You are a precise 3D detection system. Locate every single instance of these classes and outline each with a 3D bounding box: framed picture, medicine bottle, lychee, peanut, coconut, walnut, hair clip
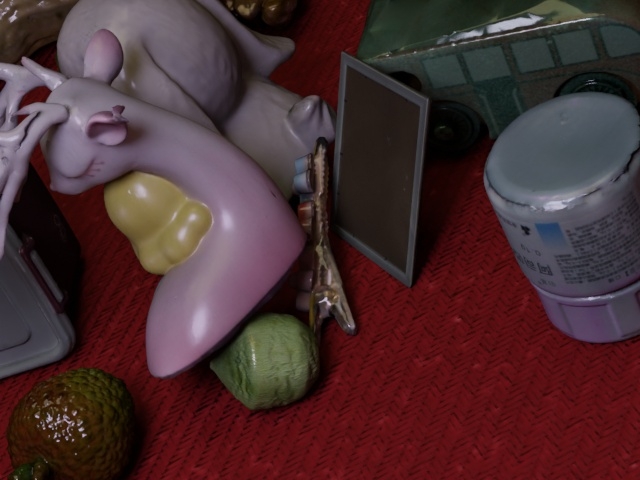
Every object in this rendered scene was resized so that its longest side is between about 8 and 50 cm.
[{"bbox_3d":[0.054,-0.066,1.383,0.011,0.183,0.142,-11,29,-29],"label":"framed picture"},{"bbox_3d":[0.216,-0.015,1.213,0.135,0.168,0.135,-18,40,16],"label":"medicine bottle"},{"bbox_3d":[-0.219,0.171,1.328,0.114,0.114,0.146,-4,26,29],"label":"lychee"},{"bbox_3d":[-0.404,-0.283,1.923,0.291,0.143,0.159,-17,75,12],"label":"peanut"},{"bbox_3d":[-0.049,0.104,1.317,0.096,0.087,0.088,-3,38,-10],"label":"coconut"},{"bbox_3d":[-0.084,-0.289,1.784,0.143,0.069,0.170,-18,41,12],"label":"walnut"},{"bbox_3d":[-0.007,0.001,1.401,0.056,0.062,0.213,-12,61,5],"label":"hair clip"}]

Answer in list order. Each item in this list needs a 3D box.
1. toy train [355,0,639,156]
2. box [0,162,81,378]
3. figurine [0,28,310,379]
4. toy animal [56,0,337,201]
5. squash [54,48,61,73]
[{"bbox_3d":[0.187,-0.179,1.425,0.326,0.159,0.129,-8,45,23],"label":"toy train"},{"bbox_3d":[-0.390,0.034,1.526,0.294,0.193,0.167,-17,34,14],"label":"box"},{"bbox_3d":[-0.211,-0.025,1.296,0.284,0.315,0.206,-34,17,14],"label":"figurine"},{"bbox_3d":[-0.132,-0.146,1.474,0.206,0.265,0.271,-23,33,39],"label":"toy animal"},{"bbox_3d":[-0.257,-0.180,1.773,0.069,0.069,0.239,-34,38,-5],"label":"squash"}]
